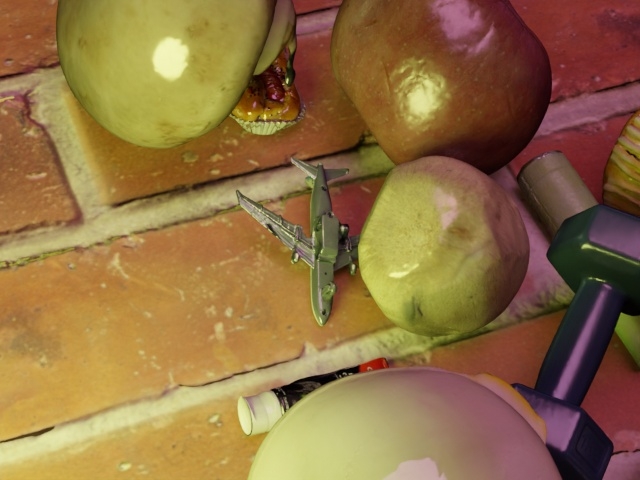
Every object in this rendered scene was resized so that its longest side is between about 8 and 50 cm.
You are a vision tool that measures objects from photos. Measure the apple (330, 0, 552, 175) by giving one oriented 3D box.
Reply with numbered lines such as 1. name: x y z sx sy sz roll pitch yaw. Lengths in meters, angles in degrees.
1. apple: 0.149 -0.223 1.701 0.235 0.306 0.306 -37 60 16

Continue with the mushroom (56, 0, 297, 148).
1. mushroom: -0.156 -0.284 1.654 0.294 0.362 0.362 14 50 -30

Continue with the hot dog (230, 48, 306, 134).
1. hot dog: -0.084 -0.220 1.786 0.108 0.059 0.191 -4 54 -18

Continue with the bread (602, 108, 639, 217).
1. bread: 0.488 -0.107 1.737 0.288 0.204 0.156 -28 46 -29

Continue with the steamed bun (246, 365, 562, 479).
1. steamed bun: 0.085 0.306 1.274 0.334 0.334 0.374 -12 88 -18

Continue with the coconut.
1. coconut: 0.142 0.010 1.586 0.224 0.224 0.224 5 54 -7

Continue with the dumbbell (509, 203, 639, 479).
1. dumbbell: 0.289 0.122 1.514 0.160 0.144 0.325 22 68 16

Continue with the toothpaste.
1. toothpaste: 0.002 0.177 1.529 0.193 0.045 0.071 -9 57 -23

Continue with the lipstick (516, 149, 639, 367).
1. lipstick: 0.346 0.018 1.683 0.076 0.076 0.304 -17 61 -21

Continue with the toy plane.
1. toy plane: 0.001 -0.003 1.645 0.226 0.058 0.226 11 52 -22
